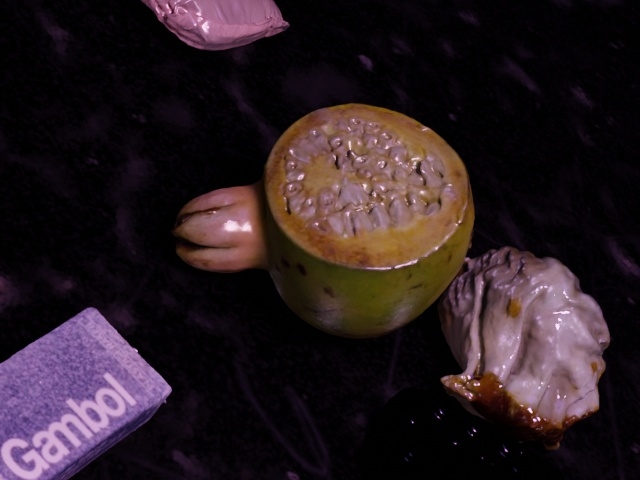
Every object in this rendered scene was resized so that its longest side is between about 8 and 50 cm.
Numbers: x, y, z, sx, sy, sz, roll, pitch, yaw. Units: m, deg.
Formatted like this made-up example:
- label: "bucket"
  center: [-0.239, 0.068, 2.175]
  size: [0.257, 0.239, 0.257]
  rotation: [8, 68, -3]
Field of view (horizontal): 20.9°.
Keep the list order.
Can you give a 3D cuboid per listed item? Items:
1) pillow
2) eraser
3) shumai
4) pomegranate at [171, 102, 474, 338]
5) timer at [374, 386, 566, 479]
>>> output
- label: "pillow"
  center: [-0.160, -0.288, 1.694]
  size: [0.270, 0.067, 0.173]
  rotation: [46, 30, 8]
- label: "eraser"
  center: [-0.200, 0.126, 1.209]
  size: [0.092, 0.046, 0.212]
  rotation: [45, 35, 8]
- label: "shumai"
  center: [0.161, 0.106, 1.534]
  size: [0.184, 0.184, 0.142]
  rotation: [44, 64, 7]
- label: "pomegranate"
  center: [0.011, 0.008, 1.460]
  size: [0.241, 0.159, 0.190]
  rotation: [-27, 59, -24]
- label: "timer"
  center: [0.122, 0.212, 1.412]
  size: [0.187, 0.055, 0.144]
  rotation: [31, 37, -20]
